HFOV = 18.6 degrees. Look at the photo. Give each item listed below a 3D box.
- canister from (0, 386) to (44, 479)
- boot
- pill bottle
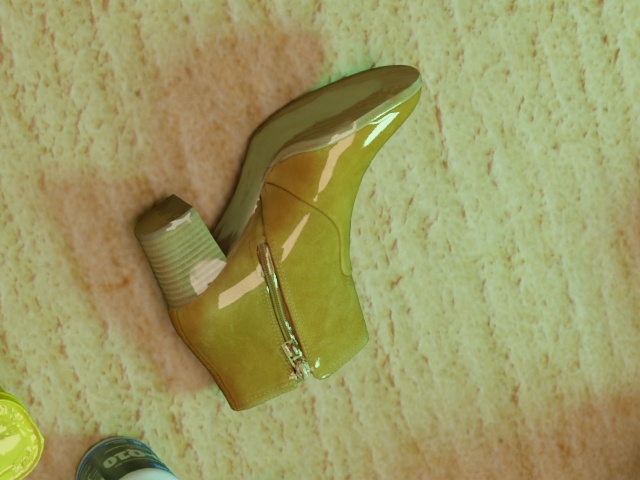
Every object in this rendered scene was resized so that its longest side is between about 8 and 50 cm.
[{"bbox_3d":[-0.302,0.156,1.570,0.126,0.170,0.073,-34,111,-11],"label":"canister"},{"bbox_3d":[0.000,0.001,1.701,0.295,0.104,0.211,-34,117,-6],"label":"boot"},{"bbox_3d":[-0.155,0.222,1.659,0.078,0.137,0.078,-5,103,-21],"label":"pill bottle"}]
